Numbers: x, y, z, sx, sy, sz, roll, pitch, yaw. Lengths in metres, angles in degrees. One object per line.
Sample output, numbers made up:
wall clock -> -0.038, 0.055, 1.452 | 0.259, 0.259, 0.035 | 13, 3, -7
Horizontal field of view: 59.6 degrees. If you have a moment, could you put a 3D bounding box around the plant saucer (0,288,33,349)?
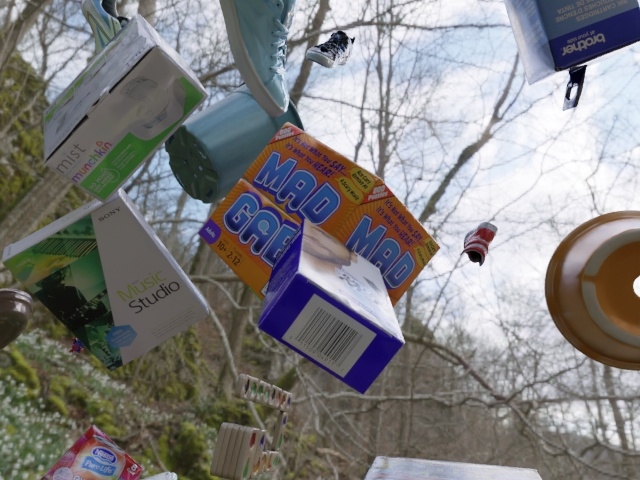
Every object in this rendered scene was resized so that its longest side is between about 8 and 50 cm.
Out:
plant saucer -> -0.675, 0.183, 1.044 | 0.278, 0.041, 0.278 | -32, -13, -9

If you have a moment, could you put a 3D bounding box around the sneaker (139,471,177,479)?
sneaker -> -0.328, 0.515, 1.148 | 0.094, 0.080, 0.212 | -25, 6, -38

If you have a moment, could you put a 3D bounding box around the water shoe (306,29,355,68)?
water shoe -> 0.025, -0.458, 1.319 | 0.073, 0.203, 0.080 | 26, -64, 8

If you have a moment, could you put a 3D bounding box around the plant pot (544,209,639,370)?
plant pot -> 0.374, 0.058, 0.662 | 0.205, 0.205, 0.188 | -9, -8, 21

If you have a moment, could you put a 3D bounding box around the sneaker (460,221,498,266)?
sneaker -> 0.261, 0.017, 0.956 | 0.042, 0.067, 0.118 | 28, -18, 8

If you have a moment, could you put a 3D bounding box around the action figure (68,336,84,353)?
action figure -> -0.575, 0.245, 1.338 | 0.115, 0.038, 0.030 | -37, -3, 38

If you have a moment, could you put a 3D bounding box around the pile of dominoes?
pile of dominoes -> -0.077, 0.289, 0.734 | 0.040, 0.196, 0.251 | 7, -19, 15

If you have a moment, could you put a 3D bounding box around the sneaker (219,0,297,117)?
sneaker -> -0.112, -0.452, 1.186 | 0.150, 0.135, 0.366 | -13, -75, 20

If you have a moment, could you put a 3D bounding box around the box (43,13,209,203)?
box -> -0.349, -0.237, 0.972 | 0.262, 0.231, 0.127 | -44, -49, 5

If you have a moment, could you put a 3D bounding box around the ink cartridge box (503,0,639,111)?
ink cartridge box -> 0.421, -0.434, 0.982 | 0.151, 0.395, 0.270 | -19, 5, 14

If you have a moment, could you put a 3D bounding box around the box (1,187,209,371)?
box -> -0.391, 0.083, 1.063 | 0.232, 0.058, 0.322 | -31, -56, -4

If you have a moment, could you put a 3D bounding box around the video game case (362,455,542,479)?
video game case -> 0.205, 0.381, 0.848 | 0.275, 0.035, 0.248 | 0, -9, 13

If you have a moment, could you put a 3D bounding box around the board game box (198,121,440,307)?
board game box -> 0.000, 0.000, 1.382 | 0.356, 0.356, 0.356 | 38, -1, 41

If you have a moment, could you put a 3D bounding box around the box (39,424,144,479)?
box -> -0.449, 0.464, 1.022 | 0.128, 0.122, 0.257 | 43, -53, -2

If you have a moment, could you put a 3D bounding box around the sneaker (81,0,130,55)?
sneaker -> -0.425, -0.413, 1.173 | 0.086, 0.237, 0.085 | -23, -1, 17

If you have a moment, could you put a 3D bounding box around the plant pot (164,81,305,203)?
plant pot -> -0.279, -0.296, 1.756 | 0.334, 0.341, 0.341 | -35, -4, -37

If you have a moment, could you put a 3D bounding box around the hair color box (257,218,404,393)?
hair color box -> 0.015, 0.087, 0.920 | 0.185, 0.339, 0.110 | 34, -80, -9
